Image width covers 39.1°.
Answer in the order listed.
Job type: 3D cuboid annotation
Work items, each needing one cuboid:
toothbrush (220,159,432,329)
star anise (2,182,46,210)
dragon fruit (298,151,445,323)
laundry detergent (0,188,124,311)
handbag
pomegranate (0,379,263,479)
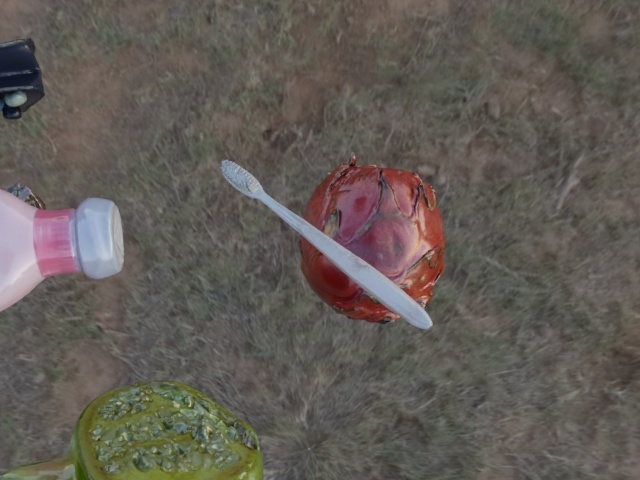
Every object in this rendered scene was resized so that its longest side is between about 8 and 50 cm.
[{"bbox_3d":[0.000,0.000,0.983,0.307,0.029,0.025,38,84,21],"label":"toothbrush"},{"bbox_3d":[-0.530,-0.002,1.525,0.093,0.236,0.229,10,108,-35],"label":"star anise"},{"bbox_3d":[0.081,0.004,1.382,0.241,0.252,0.241,3,32,-2],"label":"dragon fruit"},{"bbox_3d":[-0.366,0.013,0.887,0.336,0.088,0.158,-5,87,-4],"label":"laundry detergent"},{"bbox_3d":[-0.641,-0.230,1.512,0.326,0.269,0.118,-14,91,-26],"label":"handbag"},{"bbox_3d":[-0.254,0.358,1.242,0.359,0.310,0.216,-10,120,-22],"label":"pomegranate"}]
